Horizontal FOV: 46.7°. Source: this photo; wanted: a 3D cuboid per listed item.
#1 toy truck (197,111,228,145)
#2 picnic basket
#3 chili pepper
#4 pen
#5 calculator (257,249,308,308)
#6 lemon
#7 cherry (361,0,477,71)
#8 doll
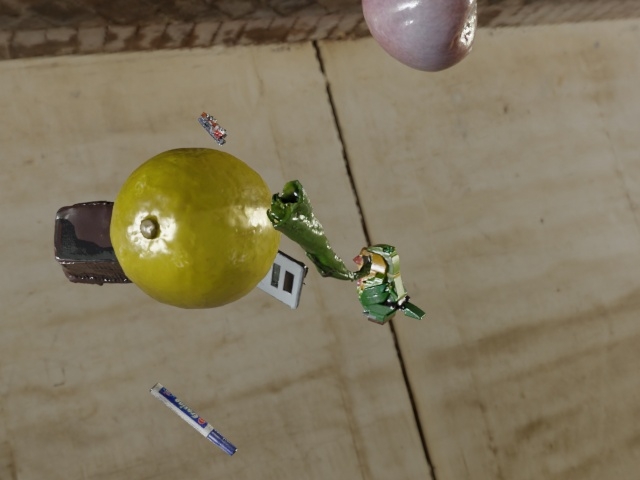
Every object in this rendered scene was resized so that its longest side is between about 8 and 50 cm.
[{"bbox_3d":[-0.222,-0.234,1.545,0.032,0.083,0.024,-46,163,6],"label":"toy truck"},{"bbox_3d":[-0.530,-0.002,1.845,0.297,0.222,0.129,0,171,5],"label":"picnic basket"},{"bbox_3d":[0.000,0.000,1.292,0.077,0.084,0.359,19,167,27],"label":"chili pepper"},{"bbox_3d":[-0.244,0.344,1.427,0.025,0.204,0.025,-52,175,-7],"label":"pen"},{"bbox_3d":[-0.149,0.057,1.796,0.021,0.262,0.161,-46,157,-41],"label":"calculator"},{"bbox_3d":[-0.243,-0.024,1.447,0.348,0.347,0.348,-15,172,-2],"label":"lemon"},{"bbox_3d":[0.181,-0.435,1.410,0.240,0.205,0.239,12,165,3],"label":"cherry"},{"bbox_3d":[0.144,0.098,1.663,0.135,0.186,0.106,-16,-177,31],"label":"doll"}]
